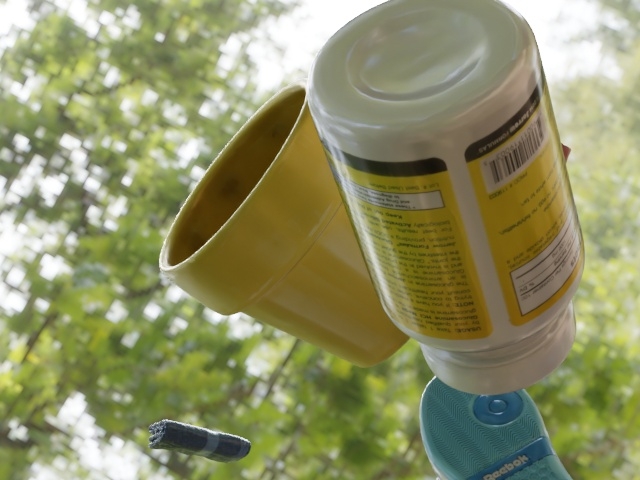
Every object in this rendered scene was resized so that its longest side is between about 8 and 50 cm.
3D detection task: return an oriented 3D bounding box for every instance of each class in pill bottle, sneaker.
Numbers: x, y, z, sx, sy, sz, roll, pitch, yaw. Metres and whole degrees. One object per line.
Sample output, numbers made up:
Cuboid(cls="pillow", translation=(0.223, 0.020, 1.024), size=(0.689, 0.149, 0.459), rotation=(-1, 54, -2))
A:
Cuboid(cls="pill bottle", translation=(0.118, -0.029, 1.400), size=(0.188, 0.188, 0.334), rotation=(-51, -40, -30))
Cuboid(cls="sneaker", translation=(0.201, 0.287, 1.686), size=(0.127, 0.319, 0.208), rotation=(-22, -44, -7))

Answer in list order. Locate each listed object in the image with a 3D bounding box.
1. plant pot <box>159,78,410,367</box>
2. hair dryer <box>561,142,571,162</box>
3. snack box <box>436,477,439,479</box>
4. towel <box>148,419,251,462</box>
Cuboid(cls="plant pot", translation=(0.000, 0.000, 1.738), size=(0.254, 0.239, 0.254), rotation=(-48, 16, 18))
Cuboid(cls="hair dryer", translation=(0.183, -0.051, 2.107), size=(0.293, 0.223, 0.080), rotation=(-21, -2, 7))
Cuboid(cls="snack box", translation=(0.203, 0.348, 2.412), size=(0.064, 0.022, 0.178), rotation=(-54, 6, 4))
Cuboid(cls="towel", translation=(-0.151, 0.252, 2.073), size=(0.067, 0.119, 0.029), rotation=(-33, 45, 59))
